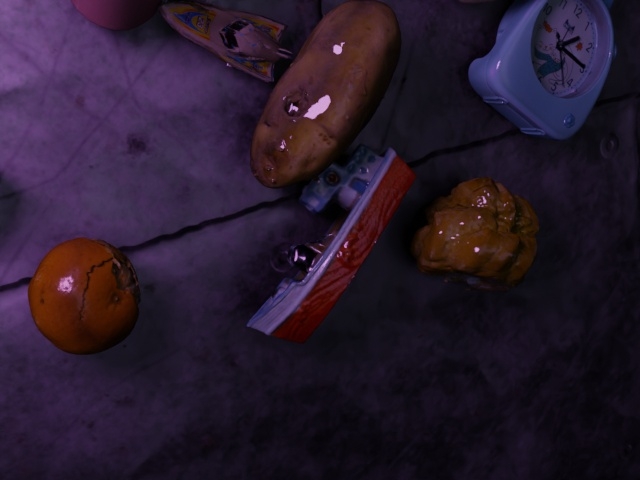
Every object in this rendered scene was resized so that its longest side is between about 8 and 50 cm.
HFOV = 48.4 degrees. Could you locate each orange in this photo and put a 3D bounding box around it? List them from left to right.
[{"bbox_3d":[-0.312,0.072,0.939,0.156,0.134,0.157,5,90,-68],"label":"orange"}]

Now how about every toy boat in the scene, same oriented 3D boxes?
[{"bbox_3d":[-0.130,-0.276,0.951,0.210,0.066,0.085,8,103,-47],"label":"toy boat"},{"bbox_3d":[0.000,0.000,1.068,0.133,0.145,0.332,33,84,-5],"label":"toy boat"}]

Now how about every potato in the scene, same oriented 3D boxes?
[{"bbox_3d":[0.007,-0.195,0.988,0.141,0.191,0.296,37,85,-15],"label":"potato"}]

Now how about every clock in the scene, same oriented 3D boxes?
[{"bbox_3d":[0.393,-0.325,1.205,0.223,0.094,0.274,32,85,-29],"label":"clock"}]

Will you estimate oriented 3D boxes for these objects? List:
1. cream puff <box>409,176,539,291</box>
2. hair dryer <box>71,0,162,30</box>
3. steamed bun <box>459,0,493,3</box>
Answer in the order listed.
[{"bbox_3d":[0.267,-0.013,1.175,0.220,0.194,0.195,15,95,-33],"label":"cream puff"},{"bbox_3d":[-0.248,-0.452,0.833,0.125,0.210,0.353,-8,81,-23],"label":"hair dryer"},{"bbox_3d":[0.294,-0.543,1.015,0.352,0.247,0.339,-32,113,-11],"label":"steamed bun"}]
